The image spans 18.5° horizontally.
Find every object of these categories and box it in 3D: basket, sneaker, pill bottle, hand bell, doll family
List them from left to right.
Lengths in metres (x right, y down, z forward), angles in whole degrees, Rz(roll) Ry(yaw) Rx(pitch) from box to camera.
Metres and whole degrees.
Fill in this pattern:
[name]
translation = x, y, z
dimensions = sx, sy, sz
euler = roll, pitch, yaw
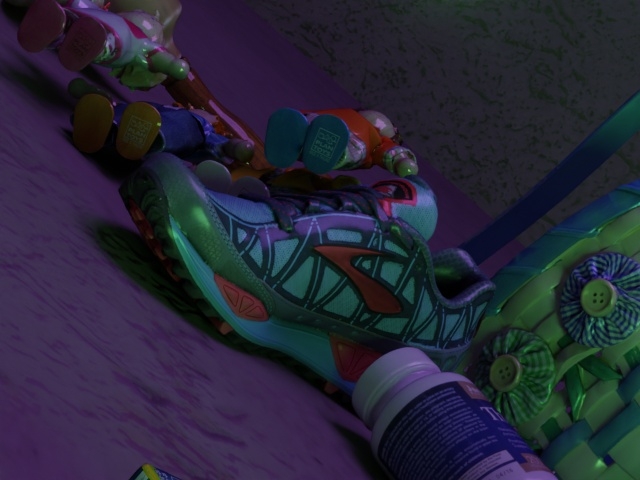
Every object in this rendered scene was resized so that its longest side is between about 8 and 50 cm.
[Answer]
[hand bell]
translation = -0.100, -0.111, 1.379
dimensions = 0.242, 0.126, 0.126
euler = 53, 5, -14
[doll family]
translation = -0.071, -0.058, 1.198
dimensions = 0.263, 0.118, 0.163
euler = 25, 10, 15
[sneaker]
translation = 0.000, 0.000, 1.073
dimensions = 0.262, 0.125, 0.104
euler = 33, 11, -46
[pill bottle]
translation = 0.068, 0.111, 1.018
dimensions = 0.067, 0.067, 0.120
euler = 32, 13, -50
[basket]
translation = 0.186, 0.051, 1.230
dimensions = 0.201, 0.255, 0.289
euler = 34, 22, -32

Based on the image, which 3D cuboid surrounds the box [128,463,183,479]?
[box]
translation = -0.013, 0.141, 0.545
dimensions = 0.059, 0.054, 0.169
euler = 33, 12, -48
